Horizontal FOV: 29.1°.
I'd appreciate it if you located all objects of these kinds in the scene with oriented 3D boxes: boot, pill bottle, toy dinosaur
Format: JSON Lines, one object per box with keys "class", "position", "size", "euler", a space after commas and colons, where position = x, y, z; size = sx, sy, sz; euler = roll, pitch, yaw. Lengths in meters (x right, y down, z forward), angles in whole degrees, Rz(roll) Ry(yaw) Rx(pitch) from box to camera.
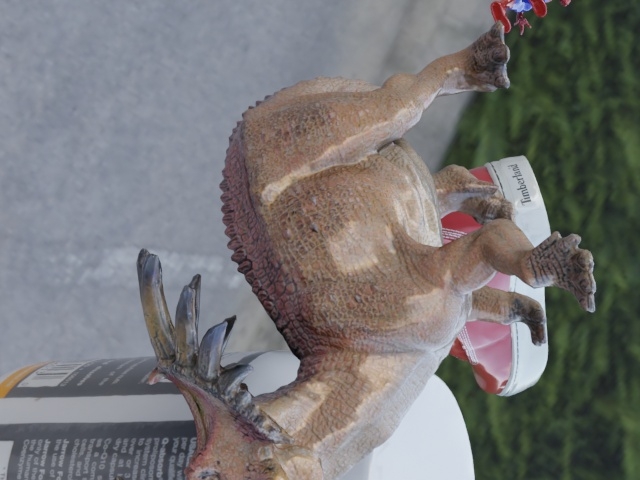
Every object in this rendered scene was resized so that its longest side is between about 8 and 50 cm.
{"class": "boot", "position": [0.059, 0.045, 0.824], "size": [0.176, 0.088, 0.244], "euler": [-15, 146, 1]}
{"class": "pill bottle", "position": [-0.064, 0.144, 0.704], "size": [0.162, 0.278, 0.162], "euler": [15, 72, -59]}
{"class": "toy dinosaur", "position": [0.000, 0.000, 0.564], "size": [0.127, 0.200, 0.296], "euler": [84, -2, -48]}

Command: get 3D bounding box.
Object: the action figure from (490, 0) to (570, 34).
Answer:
{"class": "action figure", "position": [0.135, -0.151, 0.762], "size": [0.038, 0.030, 0.115], "euler": [-27, -170, 29]}
